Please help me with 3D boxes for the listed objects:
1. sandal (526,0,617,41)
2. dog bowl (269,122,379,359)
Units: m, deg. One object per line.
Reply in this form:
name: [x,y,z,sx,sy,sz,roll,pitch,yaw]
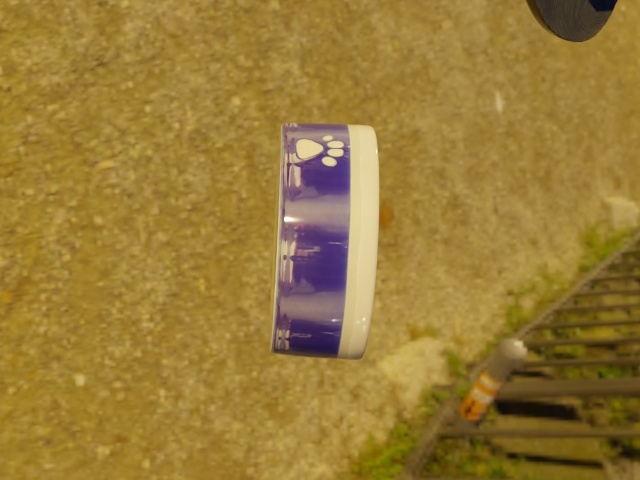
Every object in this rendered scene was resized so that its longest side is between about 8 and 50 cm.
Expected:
sandal: [0.317,-0.419,1.214,0.167,0.107,0.446,-9,121,-31]
dog bowl: [0.000,0.000,1.288,0.265,0.104,0.265,-177,-90,-87]
